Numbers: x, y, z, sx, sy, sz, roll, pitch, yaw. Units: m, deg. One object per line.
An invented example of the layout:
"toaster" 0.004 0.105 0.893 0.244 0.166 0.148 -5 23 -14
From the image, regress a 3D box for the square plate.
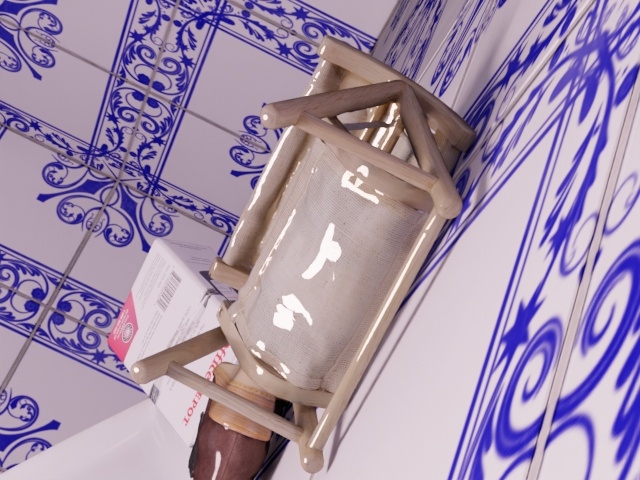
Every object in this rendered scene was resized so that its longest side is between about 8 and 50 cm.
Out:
"square plate" -0.303 0.344 1.561 0.344 0.049 0.347 -27 23 -13

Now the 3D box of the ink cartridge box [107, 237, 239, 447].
"ink cartridge box" -0.155 0.132 1.642 0.237 0.100 0.172 43 112 42

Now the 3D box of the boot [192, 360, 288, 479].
"boot" -0.104 0.235 1.337 0.248 0.090 0.207 111 180 -78

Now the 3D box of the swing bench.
"swing bench" 0.000 0.000 1.031 0.253 0.165 0.255 -63 -1 23

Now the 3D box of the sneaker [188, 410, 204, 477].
"sneaker" -0.124 0.264 1.461 0.089 0.051 0.170 115 158 -53
